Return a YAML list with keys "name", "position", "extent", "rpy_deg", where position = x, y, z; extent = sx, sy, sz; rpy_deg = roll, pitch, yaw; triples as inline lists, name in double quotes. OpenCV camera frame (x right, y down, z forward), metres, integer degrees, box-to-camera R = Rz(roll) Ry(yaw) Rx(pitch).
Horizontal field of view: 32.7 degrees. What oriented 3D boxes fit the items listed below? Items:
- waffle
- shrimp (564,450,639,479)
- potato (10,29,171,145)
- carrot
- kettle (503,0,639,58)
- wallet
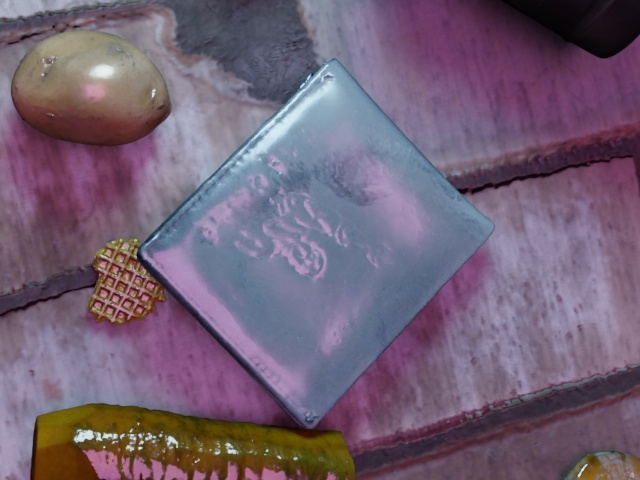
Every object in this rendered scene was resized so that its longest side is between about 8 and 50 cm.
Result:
- name: "waffle"
  position: [-0.193, 0.040, 1.073]
  extent: [0.078, 0.016, 0.085]
  rpy_deg: [-6, 93, -14]
- name: "shrimp"
  position: [0.326, 0.333, 1.166]
  extent: [0.150, 0.051, 0.217]
  rpy_deg: [-3, 89, -18]
- name: "potato"
  position: [-0.214, -0.138, 1.020]
  extent: [0.147, 0.112, 0.112]
  rpy_deg: [3, 91, -4]
- name: "carrot"
  position: [-0.124, 0.219, 1.047]
  extent: [0.302, 0.114, 0.114]
  rpy_deg: [8, 90, -15]
- name: "kettle"
  position: [0.206, -0.382, 1.053]
  extent: [0.324, 0.228, 0.320]
  rpy_deg: [28, 60, -6]
- name: "wallet"
  position: [0.000, 0.000, 1.073]
  extent: [0.290, 0.054, 0.251]
  rpy_deg: [-45, 99, -15]
